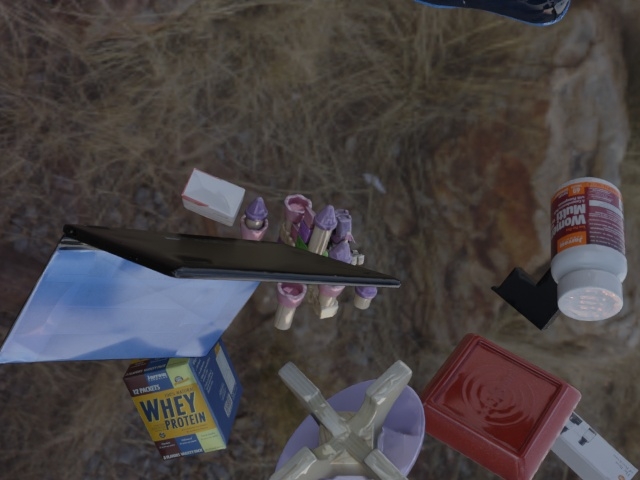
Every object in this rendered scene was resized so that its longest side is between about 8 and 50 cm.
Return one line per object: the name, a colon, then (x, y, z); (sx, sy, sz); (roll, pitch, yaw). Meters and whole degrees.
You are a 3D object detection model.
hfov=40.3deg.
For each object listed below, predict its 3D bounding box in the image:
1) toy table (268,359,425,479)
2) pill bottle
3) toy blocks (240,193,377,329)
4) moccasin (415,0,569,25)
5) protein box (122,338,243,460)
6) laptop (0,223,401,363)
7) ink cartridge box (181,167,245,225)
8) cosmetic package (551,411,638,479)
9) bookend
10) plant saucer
toy table: (0.038, 0.298, 1.283); (0.274, 0.252, 0.161); (-52, 155, -18)
pill bottle: (0.443, 0.013, 1.445); (0.121, 0.121, 0.221); (53, 37, -43)
toy blocks: (0.000, 0.000, 2.004); (0.309, 0.288, 0.260); (-10, 137, -27)
moccasin: (0.275, -0.482, 1.536); (0.117, 0.342, 0.137); (73, 31, -72)
protein box: (-0.263, 0.282, 1.717); (0.200, 0.136, 0.201); (-78, 151, -64)
laptop: (-0.177, 0.113, 1.220); (0.382, 0.408, 0.236); (5, 98, -44)
ink cartridge box: (-0.226, -0.087, 1.844); (0.198, 0.115, 0.067); (141, -28, -80)
cosmetic package: (0.629, 0.500, 2.082); (0.099, 0.239, 0.060); (-31, 154, -36)
bookend: (0.517, 0.104, 2.063); (0.156, 0.157, 0.072); (-55, 158, 14)
plant saucer: (0.335, 0.304, 1.666); (0.258, 0.259, 0.047); (-45, 151, -35)
